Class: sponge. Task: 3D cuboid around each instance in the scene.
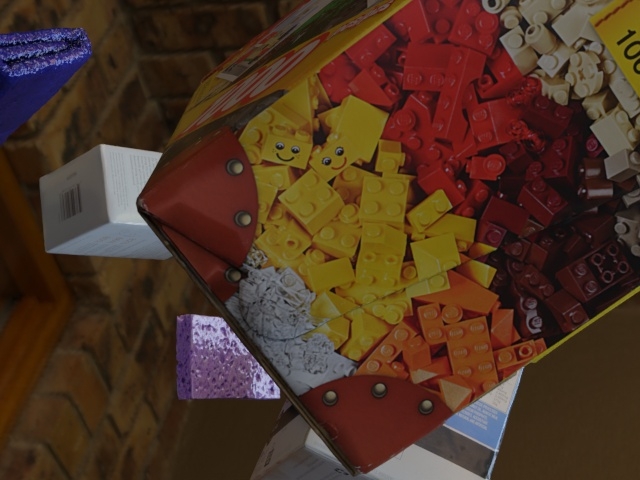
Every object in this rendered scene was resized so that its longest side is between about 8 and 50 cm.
[{"bbox_3d":[-0.131,0.172,1.513,0.031,0.210,0.117,-7,-101,31],"label":"sponge"}]

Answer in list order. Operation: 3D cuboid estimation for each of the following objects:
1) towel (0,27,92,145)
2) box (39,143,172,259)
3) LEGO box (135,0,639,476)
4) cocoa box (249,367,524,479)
[{"bbox_3d":[-0.447,-0.161,1.330,0.308,0.076,0.227,-36,-175,24],"label":"towel"},{"bbox_3d":[-0.212,-0.040,1.195,0.130,0.170,0.091,-20,-107,41],"label":"box"},{"bbox_3d":[0.100,-0.116,0.725,0.372,0.193,0.500,-36,-166,6],"label":"LEGO box"},{"bbox_3d":[0.080,0.245,1.391,0.231,0.347,0.228,26,-114,-4],"label":"cocoa box"}]
